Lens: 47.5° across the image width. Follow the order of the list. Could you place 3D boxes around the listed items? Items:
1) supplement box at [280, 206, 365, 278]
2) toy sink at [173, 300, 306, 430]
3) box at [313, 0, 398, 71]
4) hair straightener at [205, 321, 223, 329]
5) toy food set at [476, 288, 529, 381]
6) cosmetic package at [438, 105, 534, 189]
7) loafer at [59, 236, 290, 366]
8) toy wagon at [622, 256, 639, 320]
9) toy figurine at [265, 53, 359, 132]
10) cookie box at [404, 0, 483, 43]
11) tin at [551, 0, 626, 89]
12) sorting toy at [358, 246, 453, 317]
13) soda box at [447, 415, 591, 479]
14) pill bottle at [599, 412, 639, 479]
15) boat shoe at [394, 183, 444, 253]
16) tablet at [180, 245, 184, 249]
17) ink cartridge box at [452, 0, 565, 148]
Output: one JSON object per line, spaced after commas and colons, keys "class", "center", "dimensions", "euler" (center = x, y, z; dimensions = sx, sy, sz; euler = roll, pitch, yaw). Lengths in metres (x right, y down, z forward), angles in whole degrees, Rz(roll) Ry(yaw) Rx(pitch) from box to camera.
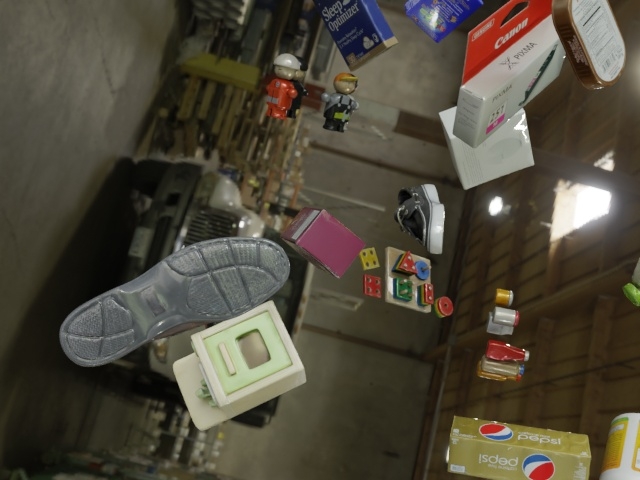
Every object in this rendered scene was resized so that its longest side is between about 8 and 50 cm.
{"class": "supplement box", "center": [0.000, 0.000, 1.354], "dimensions": [0.080, 0.104, 0.188], "euler": [-51, -168, -5]}
{"class": "toy sink", "center": [-0.165, 0.242, 1.398], "dimensions": [0.131, 0.234, 0.152], "euler": [87, -22, -67]}
{"class": "box", "center": [0.046, -0.439, 1.352], "dimensions": [0.037, 0.225, 0.136], "euler": [-31, -173, -26]}
{"class": "hair straightener", "center": [-0.211, 0.149, 1.514], "dimensions": [0.089, 0.230, 0.047], "euler": [-4, -156, 46]}
{"class": "toy food set", "center": [0.448, 0.238, 1.729], "dimensions": [0.111, 0.105, 0.232], "euler": [-55, 155, -74]}
{"class": "cosmetic package", "center": [0.498, -0.305, 2.188], "dimensions": [0.224, 0.225, 0.138], "euler": [63, 9, -45]}
{"class": "loafer", "center": [-0.190, 0.075, 0.961], "dimensions": [0.095, 0.303, 0.109], "euler": [149, -81, -78]}
{"class": "toy wagon", "center": [0.869, 0.117, 1.714], "dimensions": [0.267, 0.344, 0.068], "euler": [-36, -150, 4]}
{"class": "toy figurine", "center": [-0.013, -0.342, 1.677], "dimensions": [0.213, 0.210, 0.148], "euler": [-48, 151, -77]}
{"class": "cookie box", "center": [0.221, -0.424, 1.306], "dimensions": [0.107, 0.092, 0.040], "euler": [-36, -142, 30]}
{"class": "tin", "center": [0.432, -0.331, 1.161], "dimensions": [0.040, 0.189, 0.106], "euler": [2, -136, 52]}
{"class": "sorting toy", "center": [0.205, 0.085, 1.668], "dimensions": [0.046, 0.275, 0.132], "euler": [-27, -126, 49]}
{"class": "soda box", "center": [0.267, 0.288, 0.983], "dimensions": [0.061, 0.182, 0.058], "euler": [-41, 135, -69]}
{"class": "pill bottle", "center": [0.720, 0.533, 1.671], "dimensions": [0.245, 0.136, 0.136], "euler": [-56, 172, -40]}
{"class": "boat shoe", "center": [0.158, -0.041, 1.191], "dimensions": [0.228, 0.076, 0.080], "euler": [-83, 172, -65]}
{"class": "tablet", "center": [-0.278, 0.047, 1.396], "dimensions": [0.054, 0.006, 0.083], "euler": [-58, -163, 18]}
{"class": "ink cartridge box", "center": [0.357, -0.331, 1.309], "dimensions": [0.275, 0.060, 0.238], "euler": [-40, 153, -22]}
